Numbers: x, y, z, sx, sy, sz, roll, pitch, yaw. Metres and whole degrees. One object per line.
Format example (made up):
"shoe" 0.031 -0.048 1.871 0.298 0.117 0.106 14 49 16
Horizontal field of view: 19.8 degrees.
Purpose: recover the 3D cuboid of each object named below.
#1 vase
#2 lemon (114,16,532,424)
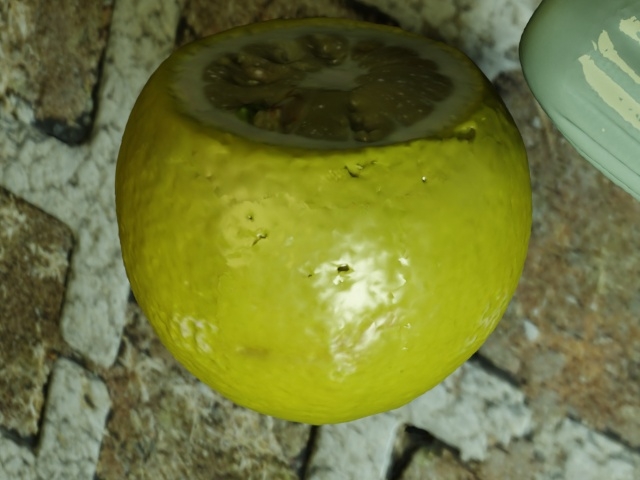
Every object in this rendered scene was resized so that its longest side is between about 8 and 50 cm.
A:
"vase" 0.219 -0.050 0.941 0.248 0.128 0.128 46 125 11
"lemon" 0.000 0.000 1.061 0.240 0.240 0.219 24 128 33
